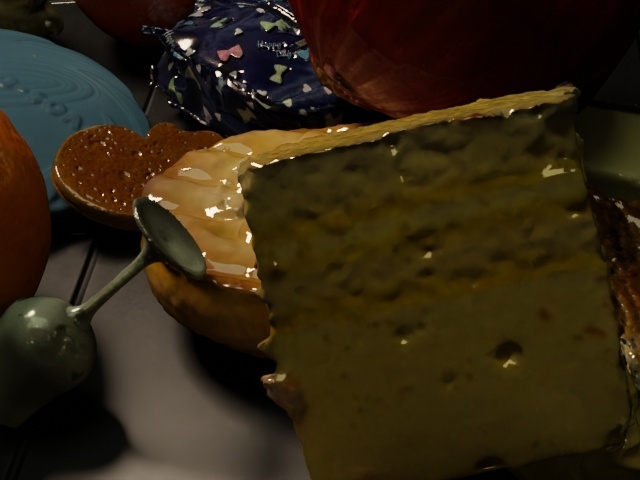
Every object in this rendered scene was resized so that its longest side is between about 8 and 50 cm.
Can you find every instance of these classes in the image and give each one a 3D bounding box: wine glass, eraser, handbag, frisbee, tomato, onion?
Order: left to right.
[{"bbox_3d":[-0.294,-0.127,1.543,0.289,0.049,0.289,13,37,-10],"label":"frisbee"},{"bbox_3d":[-0.180,0.056,1.228,0.195,0.079,0.079,-40,30,15],"label":"wine glass"},{"bbox_3d":[-0.169,-0.261,1.760,0.199,0.112,0.228,12,18,18],"label":"tomato"},{"bbox_3d":[-0.050,-0.162,1.590,0.162,0.113,0.260,-34,42,-28],"label":"handbag"},{"bbox_3d":[0.123,-0.230,1.380,0.341,0.341,0.341,-5,33,3],"label":"onion"},{"bbox_3d":[0.228,-0.074,1.444,0.172,0.058,0.117,13,39,30],"label":"eraser"}]

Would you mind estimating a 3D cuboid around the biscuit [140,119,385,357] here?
[{"bbox_3d":[0.000,0.000,1.339,0.296,0.102,0.296,-1,31,1],"label":"biscuit"}]

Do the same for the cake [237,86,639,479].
[{"bbox_3d":[0.090,0.058,1.079,0.227,0.286,0.222,-11,5,10],"label":"cake"}]

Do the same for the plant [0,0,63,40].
[{"bbox_3d":[-0.361,-0.303,1.828,0.251,0.180,0.333,13,33,11],"label":"plant"}]

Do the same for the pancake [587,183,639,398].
[{"bbox_3d":[0.231,0.010,1.252,0.244,0.057,0.266,28,37,6],"label":"pancake"}]

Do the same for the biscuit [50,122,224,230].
[{"bbox_3d":[-0.158,-0.059,1.493,0.175,0.026,0.124,-9,51,-29],"label":"biscuit"}]

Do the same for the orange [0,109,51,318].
[{"bbox_3d":[-0.340,-0.013,1.295,0.261,0.261,0.261,-5,33,3],"label":"orange"}]
